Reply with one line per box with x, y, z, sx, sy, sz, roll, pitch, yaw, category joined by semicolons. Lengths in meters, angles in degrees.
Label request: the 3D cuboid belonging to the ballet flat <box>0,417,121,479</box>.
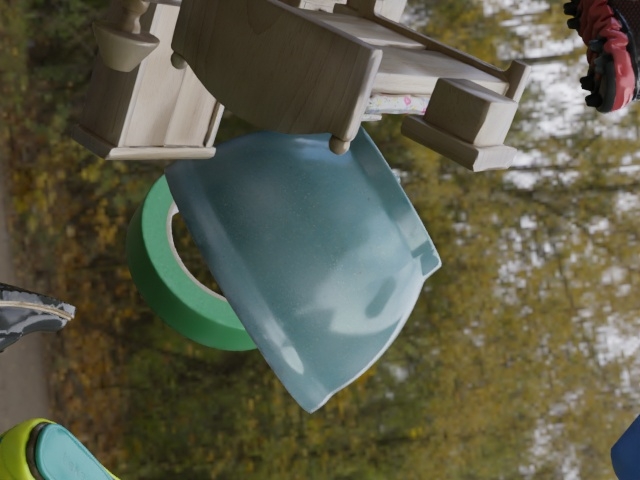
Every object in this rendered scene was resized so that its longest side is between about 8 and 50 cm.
-0.175;0.219;0.848;0.231;0.077;0.077;54;27;-33;ballet flat

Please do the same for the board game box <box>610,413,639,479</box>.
0.365;0.196;1.066;0.033;0.168;0.133;54;-19;-27;board game box

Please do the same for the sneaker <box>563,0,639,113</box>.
0.372;-0.272;1.328;0.097;0.135;0.276;87;0;-57;sneaker

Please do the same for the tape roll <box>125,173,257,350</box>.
-0.151;0.020;1.789;0.077;0.321;0.321;-48;-138;45;tape roll

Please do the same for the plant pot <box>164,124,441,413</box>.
0.000;0.000;1.128;0.293;0.196;0.293;59;2;-3;plant pot

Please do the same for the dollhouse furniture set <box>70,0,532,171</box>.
0.013;-0.079;0.761;0.355;0.303;0.174;32;-68;30;dollhouse furniture set

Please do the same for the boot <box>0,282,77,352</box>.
-0.315;0.105;1.003;0.198;0.077;0.137;15;86;-56;boot

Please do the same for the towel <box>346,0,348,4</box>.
-0.066;-0.272;1.358;0.037;0.329;0.237;-42;130;-50;towel
